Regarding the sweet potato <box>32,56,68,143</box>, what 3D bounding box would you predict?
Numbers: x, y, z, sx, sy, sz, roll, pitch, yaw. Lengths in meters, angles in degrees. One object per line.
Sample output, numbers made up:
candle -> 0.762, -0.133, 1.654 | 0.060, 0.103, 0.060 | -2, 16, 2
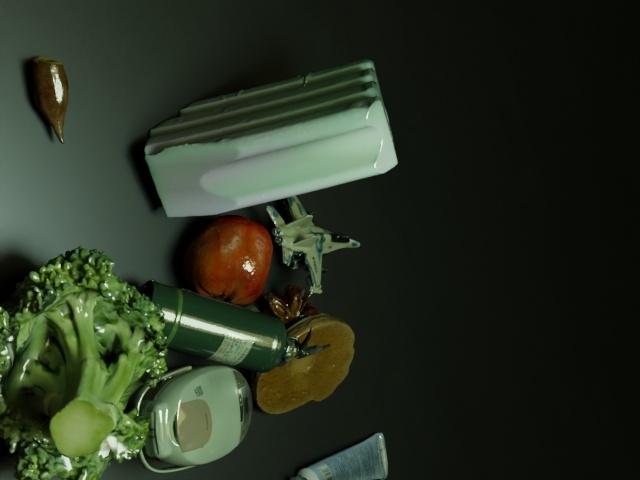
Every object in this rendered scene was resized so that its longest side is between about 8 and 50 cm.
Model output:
sweet potato -> -0.352, -0.185, 1.257 | 0.049, 0.049, 0.117 | -21, 109, -46

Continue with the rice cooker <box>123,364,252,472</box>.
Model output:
rice cooker -> -0.194, 0.251, 1.373 | 0.206, 0.127, 0.145 | -8, 95, -44

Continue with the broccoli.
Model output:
broccoli -> -0.315, 0.169, 1.177 | 0.288, 0.235, 0.260 | 65, 23, -20

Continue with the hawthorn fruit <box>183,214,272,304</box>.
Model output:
hawthorn fruit -> -0.135, 0.025, 1.431 | 0.133, 0.133, 0.138 | 28, 67, -44

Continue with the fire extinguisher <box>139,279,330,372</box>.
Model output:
fire extinguisher -> -0.131, 0.138, 1.403 | 0.294, 0.118, 0.093 | 19, 43, -27

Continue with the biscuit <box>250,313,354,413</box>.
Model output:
biscuit -> -0.032, 0.200, 1.564 | 0.208, 0.049, 0.181 | -14, 129, -36

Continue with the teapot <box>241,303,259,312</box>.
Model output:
teapot -> -0.145, 0.134, 1.487 | 0.110, 0.043, 0.043 | -20, 104, -43

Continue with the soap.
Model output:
soap -> -0.072, -0.147, 1.390 | 0.208, 0.347, 0.115 | -93, 168, -61

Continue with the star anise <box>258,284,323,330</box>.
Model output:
star anise -> -0.036, 0.126, 1.592 | 0.190, 0.070, 0.097 | 31, 95, -45

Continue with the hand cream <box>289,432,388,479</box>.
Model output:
hand cream -> 0.042, 0.409, 1.682 | 0.256, 0.055, 0.088 | -5, 86, -50

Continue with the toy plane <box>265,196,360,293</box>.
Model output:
toy plane -> -0.010, 0.004, 1.600 | 0.262, 0.088, 0.192 | 19, 53, -65
